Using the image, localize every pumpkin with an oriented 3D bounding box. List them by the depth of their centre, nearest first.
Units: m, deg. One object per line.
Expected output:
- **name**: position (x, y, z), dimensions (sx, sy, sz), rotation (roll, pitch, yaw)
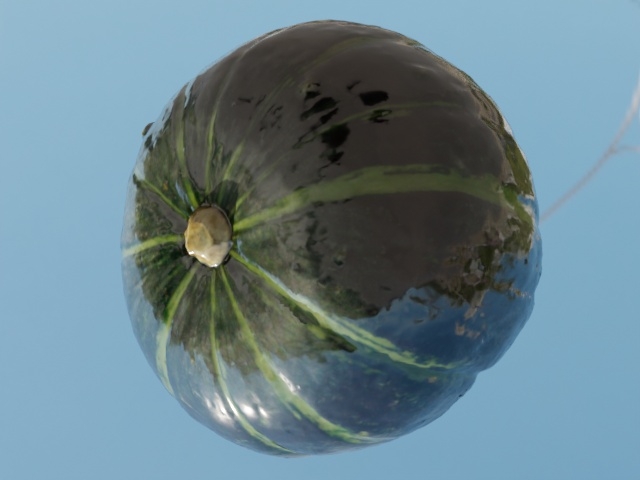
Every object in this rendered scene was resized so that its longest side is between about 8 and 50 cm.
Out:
- **pumpkin**: position (0.000, 0.000, 1.127), dimensions (0.323, 0.323, 0.241), rotation (25, -173, 41)
